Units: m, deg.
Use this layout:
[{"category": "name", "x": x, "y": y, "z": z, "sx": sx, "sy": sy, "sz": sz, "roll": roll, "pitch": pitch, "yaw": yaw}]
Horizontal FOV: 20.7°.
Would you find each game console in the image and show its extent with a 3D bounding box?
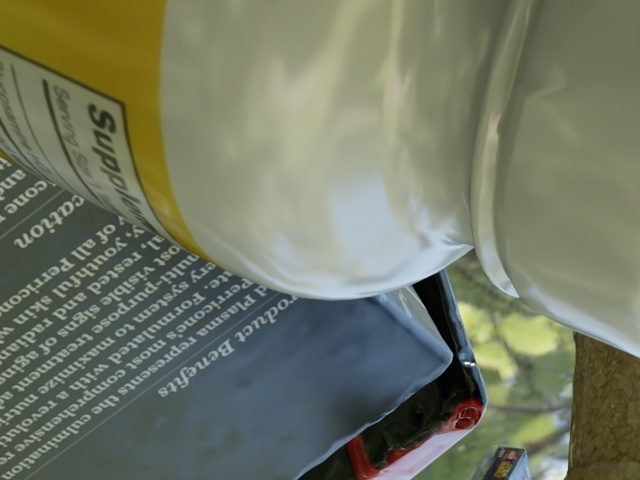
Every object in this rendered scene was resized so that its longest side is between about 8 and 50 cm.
[{"category": "game console", "x": 0.000, "y": 0.000, "z": 1.313, "sx": 0.342, "sy": 0.060, "sz": 0.386, "roll": -49, "pitch": -125, "yaw": 58}]

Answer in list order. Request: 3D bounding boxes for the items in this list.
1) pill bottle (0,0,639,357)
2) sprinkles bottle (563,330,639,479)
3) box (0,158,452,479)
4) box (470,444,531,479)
[{"category": "pill bottle", "x": -0.032, "y": -0.100, "z": 0.442, "sx": 0.334, "sy": 0.188, "sz": 0.188, "roll": 25, "pitch": -68, "yaw": 25}, {"category": "sprinkles bottle", "x": 0.191, "y": -0.031, "z": 0.891, "sx": 0.121, "sy": 0.121, "sz": 0.355, "roll": -8, "pitch": -112, "yaw": 39}, {"category": "box", "x": -0.227, "y": -0.103, "z": 1.023, "sx": 0.297, "sy": 0.472, "sz": 0.480, "roll": -35, "pitch": -127, "yaw": 8}, {"category": "box", "x": 0.105, "y": 0.210, "z": 1.133, "sx": 0.027, "sy": 0.137, "sz": 0.094, "roll": 4, "pitch": -57, "yaw": 28}]
